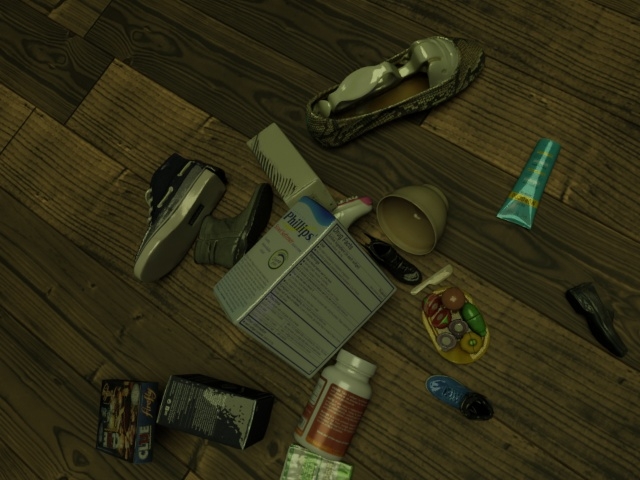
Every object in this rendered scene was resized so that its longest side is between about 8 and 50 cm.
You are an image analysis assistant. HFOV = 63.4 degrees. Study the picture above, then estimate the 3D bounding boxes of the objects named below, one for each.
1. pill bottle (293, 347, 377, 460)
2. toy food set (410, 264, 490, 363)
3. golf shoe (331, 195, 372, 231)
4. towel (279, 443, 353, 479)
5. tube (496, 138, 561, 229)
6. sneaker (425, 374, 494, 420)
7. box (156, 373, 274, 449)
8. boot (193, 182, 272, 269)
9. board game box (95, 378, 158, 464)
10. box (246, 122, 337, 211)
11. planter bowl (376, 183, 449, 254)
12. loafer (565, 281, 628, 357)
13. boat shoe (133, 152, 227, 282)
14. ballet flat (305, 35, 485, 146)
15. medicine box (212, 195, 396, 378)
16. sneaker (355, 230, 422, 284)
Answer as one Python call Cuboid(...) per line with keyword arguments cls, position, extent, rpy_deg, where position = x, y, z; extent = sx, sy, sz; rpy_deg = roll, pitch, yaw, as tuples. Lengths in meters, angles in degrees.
Cuboid(cls="pill bottle", position=(0.039, 0.353, 1.130), extent=(0.121, 0.121, 0.216), rpy_deg=(25, 82, 15))
Cuboid(cls="toy food set", position=(0.292, 0.168, 1.153), extent=(0.128, 0.071, 0.218), rpy_deg=(-27, 73, 3))
Cuboid(cls="golf shoe", position=(0.000, 0.000, 1.242), extent=(0.306, 0.115, 0.140), rpy_deg=(-28, 90, 4))
Cuboid(cls="towel", position=(-0.012, 0.531, 1.152), extent=(0.152, 0.023, 0.113), rpy_deg=(15, 82, 11))
Cuboid(cls="tube", position=(0.491, -0.133, 1.205), extent=(0.080, 0.052, 0.207), rpy_deg=(25, 89, 25))
Cuboid(cls="sneaker", position=(0.297, 0.335, 1.105), extent=(0.152, 0.084, 0.058), rpy_deg=(29, 83, 16))
Cuboid(cls="box", position=(-0.228, 0.376, 1.158), extent=(0.207, 0.153, 0.108), rpy_deg=(12, 79, 14))
Cuboid(cls="boot", position=(-0.226, -0.045, 1.301), extent=(0.161, 0.083, 0.246), rpy_deg=(14, 78, 19))
Cuboid(cls="board game box", position=(-0.443, 0.402, 1.176), extent=(0.243, 0.042, 0.165), rpy_deg=(-16, 69, 48))
Cuboid(cls="box", position=(-0.073, -0.159, 1.224), extent=(0.094, 0.113, 0.275), rpy_deg=(-36, 45, 1))
Cuboid(cls="planter bowl", position=(0.225, -0.062, 1.190), extent=(0.162, 0.162, 0.109), rpy_deg=(40, 59, 17))
Cuboid(cls="loafer", position=(0.601, 0.165, 1.103), extent=(0.061, 0.062, 0.170), rpy_deg=(-29, 74, -2))
Cuboid(cls="boat shoe", position=(-0.393, -0.066, 1.323), extent=(0.158, 0.127, 0.340), rpy_deg=(29, 75, 22))
Cuboid(cls="ballet flat", position=(0.182, -0.381, 1.248), extent=(0.483, 0.182, 0.164), rpy_deg=(-25, 73, 4))
Cuboid(cls="medicine box", position=(-0.028, 0.103, 1.114), extent=(0.289, 0.263, 0.149), rpy_deg=(-46, 38, -3))
Cuboid(cls="sneaker", position=(0.160, 0.042, 1.199), extent=(0.170, 0.089, 0.051), rpy_deg=(37, 86, 17))
